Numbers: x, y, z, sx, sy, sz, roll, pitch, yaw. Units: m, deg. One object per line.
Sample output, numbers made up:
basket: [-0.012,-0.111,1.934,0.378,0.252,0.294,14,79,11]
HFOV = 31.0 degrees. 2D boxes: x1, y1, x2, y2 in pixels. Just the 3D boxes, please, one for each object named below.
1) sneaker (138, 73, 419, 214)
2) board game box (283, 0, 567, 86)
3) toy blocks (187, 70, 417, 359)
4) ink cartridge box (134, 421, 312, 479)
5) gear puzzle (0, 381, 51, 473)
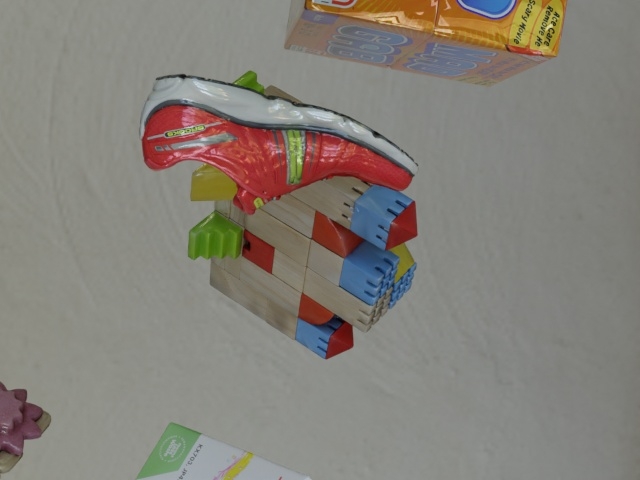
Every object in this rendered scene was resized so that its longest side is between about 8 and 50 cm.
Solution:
sneaker: [-0.042,-0.079,1.125,0.107,0.279,0.118,-149,73,-72]
board game box: [0.159,-0.452,1.720,0.356,0.356,0.356,-172,92,-83]
toy blocks: [0.000,0.000,1.408,0.261,0.191,0.381,32,140,19]
ink cartridge box: [-0.122,0.428,1.722,0.353,0.119,0.207,13,62,35]
gear puzzle: [-0.368,0.193,0.910,0.339,0.175,0.044,-54,-12,-53]
